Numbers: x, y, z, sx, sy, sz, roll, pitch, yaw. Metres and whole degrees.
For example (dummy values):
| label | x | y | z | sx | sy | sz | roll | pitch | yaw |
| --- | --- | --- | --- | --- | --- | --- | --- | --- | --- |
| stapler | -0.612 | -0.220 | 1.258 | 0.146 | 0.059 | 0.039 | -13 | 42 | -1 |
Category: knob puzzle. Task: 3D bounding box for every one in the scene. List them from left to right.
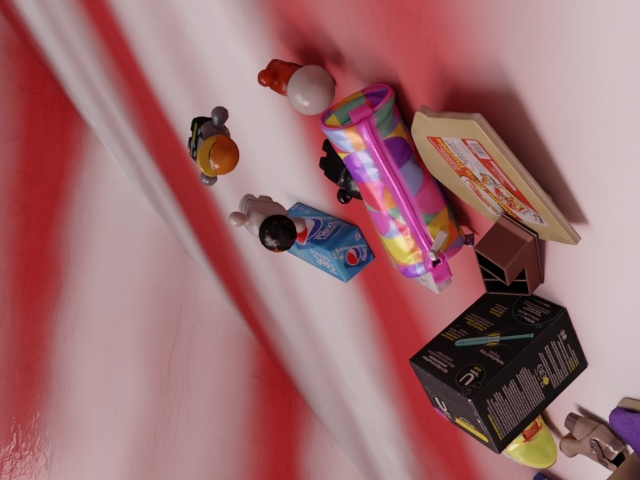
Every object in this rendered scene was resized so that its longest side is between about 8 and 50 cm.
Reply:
| label | x | y | z | sx | sy | sz | roll | pitch | yaw |
| --- | --- | --- | --- | --- | --- | --- | --- | --- | --- |
| knob puzzle | 0.168 | -0.074 | 0.906 | 0.213 | 0.030 | 0.213 | 41 | 171 | 7 |

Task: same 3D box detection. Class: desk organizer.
| label | x | y | z | sx | sy | sz | roll | pitch | yaw |
| --- | --- | --- | --- | --- | --- | --- | --- | --- | --- |
| desk organizer | 0.206 | 0.027 | 0.957 | 0.047 | 0.050 | 0.130 | 38 | 170 | 29 |

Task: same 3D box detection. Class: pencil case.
| label | x | y | z | sx | sy | sz | roll | pitch | yaw |
| --- | --- | --- | --- | --- | --- | --- | --- | --- | --- |
| pencil case | 0.090 | -0.065 | 1.030 | 0.236 | 0.104 | 0.104 | 58 | 163 | -23 |

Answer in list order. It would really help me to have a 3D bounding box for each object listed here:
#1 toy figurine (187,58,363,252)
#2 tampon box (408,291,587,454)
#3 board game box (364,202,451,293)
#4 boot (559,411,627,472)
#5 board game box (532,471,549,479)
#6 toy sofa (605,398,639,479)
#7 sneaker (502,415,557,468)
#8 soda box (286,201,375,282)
| label | x | y | z | sx | sy | sz | roll | pitch | yaw |
| --- | --- | --- | --- | --- | --- | --- | --- | --- | --- |
| toy figurine | -0.045 | -0.105 | 1.106 | 0.213 | 0.209 | 0.148 | 58 | 174 | -28 |
| tampon box | 0.213 | 0.149 | 1.054 | 0.120 | 0.161 | 0.101 | 28 | 153 | 55 |
| board game box | 0.118 | -0.004 | 1.220 | 0.103 | 0.026 | 0.154 | 31 | 155 | 49 |
| boot | 0.361 | 0.277 | 1.155 | 0.087 | 0.042 | 0.118 | 36 | 159 | 37 |
| board game box | 0.392 | 0.438 | 1.467 | 0.090 | 0.020 | 0.090 | 41 | 162 | 29 |
| toy sofa | 0.380 | 0.261 | 0.865 | 0.177 | 0.150 | 0.362 | 48 | 164 | 5 |
| sneaker | 0.273 | 0.241 | 1.247 | 0.208 | 0.081 | 0.094 | 52 | 162 | -3 |
| soda box | 0.000 | 0.000 | 1.485 | 0.210 | 0.067 | 0.071 | 24 | 149 | 57 |
